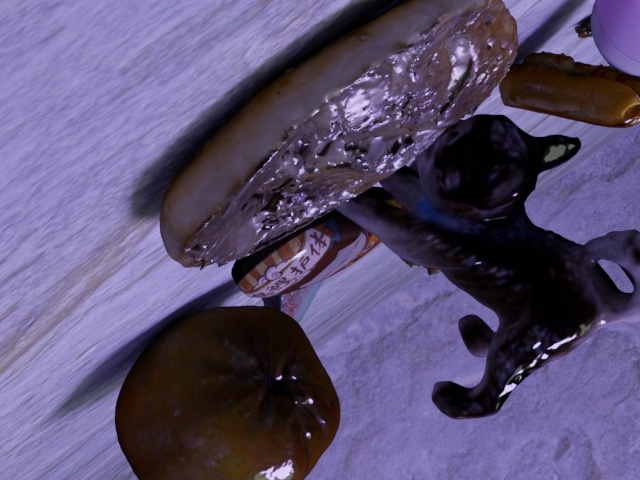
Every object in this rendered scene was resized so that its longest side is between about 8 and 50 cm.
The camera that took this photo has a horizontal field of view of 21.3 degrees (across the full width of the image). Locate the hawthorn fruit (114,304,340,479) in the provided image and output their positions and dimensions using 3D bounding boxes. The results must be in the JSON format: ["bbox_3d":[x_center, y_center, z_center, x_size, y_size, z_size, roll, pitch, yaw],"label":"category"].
[{"bbox_3d":[-0.131,0.226,2.168,0.268,0.267,0.301,-29,-178,-44],"label":"hawthorn fruit"}]

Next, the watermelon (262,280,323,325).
[{"bbox_3d":[-0.035,0.054,2.284,0.094,0.081,0.180,-59,178,30],"label":"watermelon"}]

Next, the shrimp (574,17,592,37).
[{"bbox_3d":[0.345,-0.269,2.163,0.108,0.023,0.059,-28,178,-44],"label":"shrimp"}]

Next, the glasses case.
[{"bbox_3d":[0.000,0.000,2.027,0.122,0.082,0.321,-36,173,25],"label":"glasses case"}]

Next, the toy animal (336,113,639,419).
[{"bbox_3d":[0.214,-0.013,1.920,0.303,0.344,0.194,-29,-179,32],"label":"toy animal"}]

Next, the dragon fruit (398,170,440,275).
[{"bbox_3d":[0.147,-0.045,2.304,0.137,0.135,0.236,-36,152,-6],"label":"dragon fruit"}]

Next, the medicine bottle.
[{"bbox_3d":[0.372,-0.266,1.805,0.152,0.152,0.254,-35,174,-7],"label":"medicine bottle"}]

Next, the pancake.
[{"bbox_3d":[0.017,-0.098,1.503,0.387,0.082,0.387,-33,169,-7],"label":"pancake"}]

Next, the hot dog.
[{"bbox_3d":[0.301,-0.182,2.006,0.104,0.076,0.250,-8,-162,-31],"label":"hot dog"}]
